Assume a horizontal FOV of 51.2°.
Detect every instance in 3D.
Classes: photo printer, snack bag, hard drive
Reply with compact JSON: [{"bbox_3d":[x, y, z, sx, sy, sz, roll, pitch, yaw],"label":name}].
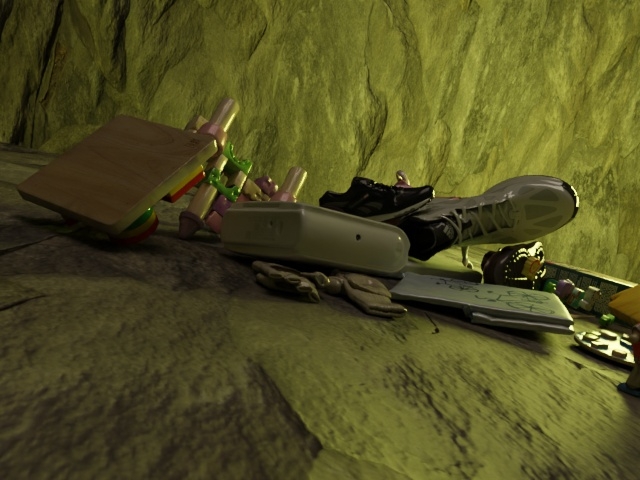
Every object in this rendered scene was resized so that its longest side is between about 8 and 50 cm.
[{"bbox_3d":[0.000,0.000,1.293,0.308,0.107,0.256,12,-5,-42],"label":"photo printer"},{"bbox_3d":[0.307,0.117,1.316,0.343,0.037,0.323,8,6,13],"label":"snack bag"},{"bbox_3d":[0.197,0.057,1.661,0.353,0.047,0.233,8,7,-35],"label":"hard drive"}]

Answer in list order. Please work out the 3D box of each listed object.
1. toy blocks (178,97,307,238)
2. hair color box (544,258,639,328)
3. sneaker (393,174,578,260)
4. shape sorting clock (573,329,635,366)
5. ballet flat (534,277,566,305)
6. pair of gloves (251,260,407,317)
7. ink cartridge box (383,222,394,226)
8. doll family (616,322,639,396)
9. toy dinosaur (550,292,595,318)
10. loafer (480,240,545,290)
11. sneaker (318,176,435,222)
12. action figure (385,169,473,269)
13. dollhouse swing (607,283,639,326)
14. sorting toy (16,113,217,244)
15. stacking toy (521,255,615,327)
[{"bbox_3d":[-0.240,-0.090,1.445,0.309,0.260,0.288,-14,-46,44],"label":"toy blocks"},{"bbox_3d":[0.742,0.142,1.791,0.174,0.105,0.347,9,8,-35],"label":"hair color box"},{"bbox_3d":[0.373,-0.027,1.594,0.448,0.169,0.257,-10,13,30],"label":"sneaker"},{"bbox_3d":[0.552,0.193,1.169,0.206,0.040,0.206,13,5,-1],"label":"shape sorting clock"},{"bbox_3d":[0.598,0.131,1.753,0.074,0.074,0.203,11,3,-23],"label":"ballet flat"},{"bbox_3d":[0.011,0.071,1.118,0.240,0.042,0.204,13,5,-12],"label":"pair of gloves"},{"bbox_3d":[0.104,-0.017,1.929,0.255,0.097,0.189,7,8,-34],"label":"ink cartridge box"},{"bbox_3d":[0.543,0.152,0.927,0.263,0.163,0.118,10,7,-33],"label":"doll family"},{"bbox_3d":[0.497,0.155,1.461,0.183,0.053,0.092,10,21,13],"label":"toy dinosaur"},{"bbox_3d":[0.457,0.083,1.644,0.130,0.133,0.366,-7,0,30],"label":"loafer"},{"bbox_3d":[0.130,-0.104,1.616,0.283,0.124,0.107,-18,7,14],"label":"sneaker"},{"bbox_3d":[0.373,-0.067,2.038,0.370,0.275,0.248,-5,-44,43],"label":"action figure"},{"bbox_3d":[0.813,0.218,1.329,0.315,0.305,0.347,-24,1,9],"label":"dollhouse swing"},{"bbox_3d":[-0.350,-0.103,1.195,0.257,0.089,0.255,19,50,31],"label":"sorting toy"},{"bbox_3d":[0.573,0.119,1.530,0.167,0.052,0.221,34,3,42],"label":"stacking toy"}]
